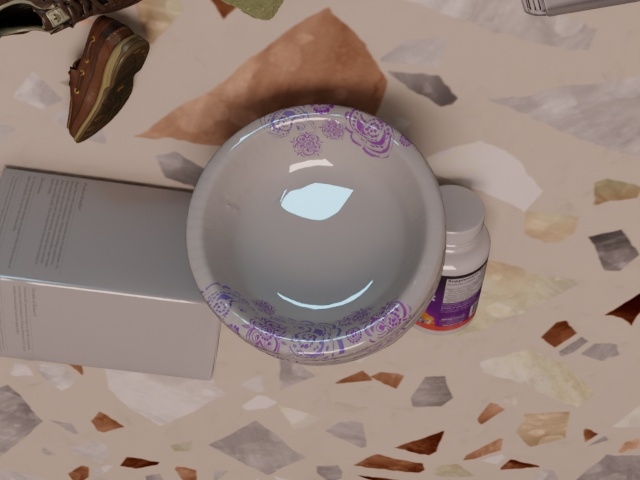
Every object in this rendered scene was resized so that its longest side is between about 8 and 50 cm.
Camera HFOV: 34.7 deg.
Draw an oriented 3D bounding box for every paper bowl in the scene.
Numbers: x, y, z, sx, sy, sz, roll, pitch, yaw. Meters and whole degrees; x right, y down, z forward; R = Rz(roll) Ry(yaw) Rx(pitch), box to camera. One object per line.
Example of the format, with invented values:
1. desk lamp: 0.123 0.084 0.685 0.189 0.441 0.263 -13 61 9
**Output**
1. paper bowl: 0.000 0.000 1.159 0.284 0.284 0.148 -4 167 6

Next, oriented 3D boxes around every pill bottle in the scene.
1. pill bottle: 0.157 0.024 1.300 0.108 0.108 0.193 2 139 0

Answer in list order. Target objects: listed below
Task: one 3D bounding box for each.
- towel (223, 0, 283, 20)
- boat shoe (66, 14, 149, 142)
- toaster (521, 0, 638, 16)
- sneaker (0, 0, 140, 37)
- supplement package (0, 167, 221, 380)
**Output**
1. towel: -0.085 -0.287 1.010 0.148 0.027 0.110 26 133 -24
2. boat shoe: -0.244 -0.177 1.126 0.060 0.064 0.178 44 137 4
3. toaster: 0.241 -0.295 0.916 0.146 0.129 0.227 -9 140 18
4. sneaker: -0.252 -0.238 1.037 0.188 0.071 0.066 -10 138 14
5. supplement package: -0.265 0.046 1.286 0.293 0.177 0.175 8 139 -6
